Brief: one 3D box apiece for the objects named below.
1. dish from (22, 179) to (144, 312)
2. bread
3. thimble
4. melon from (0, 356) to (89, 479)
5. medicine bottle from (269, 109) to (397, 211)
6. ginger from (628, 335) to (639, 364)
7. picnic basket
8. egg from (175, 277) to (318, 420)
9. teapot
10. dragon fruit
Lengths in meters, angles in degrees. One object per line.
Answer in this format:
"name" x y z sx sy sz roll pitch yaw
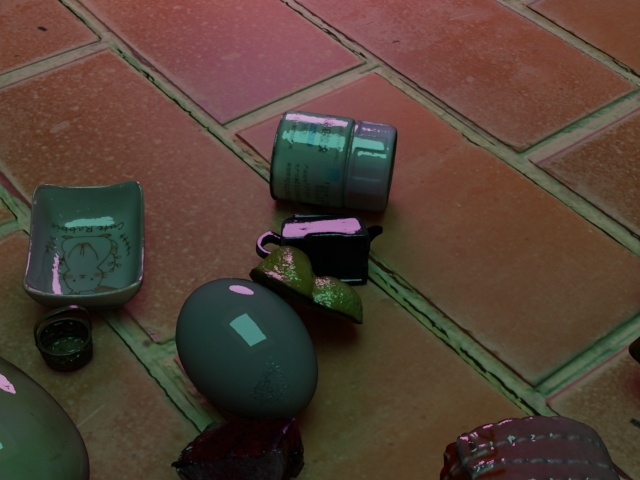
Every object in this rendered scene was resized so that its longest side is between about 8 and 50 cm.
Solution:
"dish" -0.309 0.015 1.411 0.151 0.077 0.212 -2 43 -8
"bread" -0.010 0.054 1.321 0.149 0.188 0.065 25 84 10
"thimble" 0.223 0.273 1.099 0.189 0.163 0.125 6 41 -16
"melon" -0.389 0.216 1.084 0.317 0.223 0.223 23 47 19
"medicine bottle" 0.020 -0.113 1.525 0.168 0.135 0.135 9 44 5
"ginger" 0.593 0.175 1.216 0.418 0.176 0.254 -7 47 -3
"picnic basket" -0.315 0.115 1.298 0.072 0.083 0.072 2 42 -2
"egg" -0.086 0.130 1.248 0.146 0.146 0.199 -32 66 -31
"teapot" 0.000 0.000 1.438 0.177 0.087 0.096 -3 39 -6
"dragon fruit" -0.077 0.255 1.168 0.147 0.096 0.102 -10 23 33
